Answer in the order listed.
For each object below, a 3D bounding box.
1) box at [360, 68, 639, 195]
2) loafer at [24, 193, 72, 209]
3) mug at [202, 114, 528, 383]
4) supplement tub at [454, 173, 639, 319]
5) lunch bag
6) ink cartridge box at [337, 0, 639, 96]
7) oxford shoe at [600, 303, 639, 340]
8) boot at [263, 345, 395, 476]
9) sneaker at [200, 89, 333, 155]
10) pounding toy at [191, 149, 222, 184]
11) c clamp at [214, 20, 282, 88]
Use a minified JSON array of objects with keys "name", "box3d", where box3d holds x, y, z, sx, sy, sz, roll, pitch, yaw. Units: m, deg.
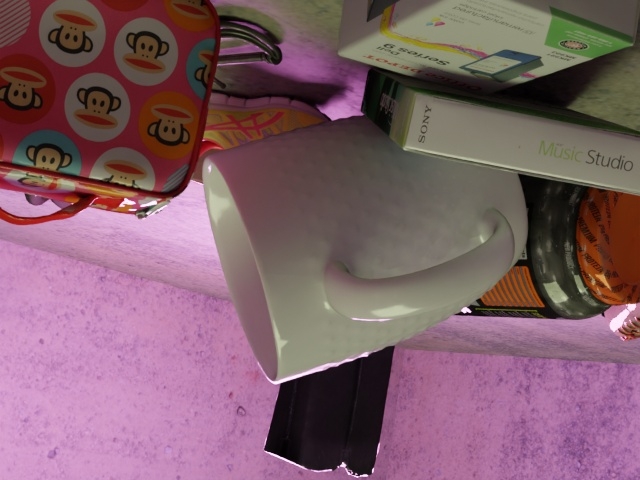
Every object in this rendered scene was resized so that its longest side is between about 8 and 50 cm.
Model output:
[{"name":"box","box3d":[0.172,-0.112,1.163,0.232,0.058,0.322,10,-171,-6]},{"name":"loafer","box3d":[-0.360,-0.126,1.734,0.130,0.133,0.366,-14,180,-1]},{"name":"mug","box3d":[0.073,-0.001,1.341,0.328,0.276,0.374,-17,-161,-12]},{"name":"supplement tub","box3d":[0.267,0.001,1.575,0.338,0.207,0.207,-1,166,44]},{"name":"lunch bag","box3d":[-0.251,-0.138,1.118,0.293,0.258,0.120,14,168,-22]},{"name":"ink cartridge box","box3d":[0.130,-0.193,0.953,0.154,0.093,0.212,13,171,-25]},{"name":"oxford shoe","box3d":[0.534,0.111,1.908,0.123,0.130,0.348,23,-174,0]},{"name":"boot","box3d":[0.109,0.171,1.966,0.367,0.445,0.146,16,168,-33]},{"name":"sneaker","box3d":[-0.081,-0.129,1.481,0.209,0.094,0.081,5,167,16]},{"name":"pounding toy","box3d":[-0.121,-0.112,1.644,0.206,0.094,0.181,14,178,27]},{"name":"c clamp","box3d":[-0.103,-0.207,1.292,0.161,0.022,0.137,1,162,45]}]
